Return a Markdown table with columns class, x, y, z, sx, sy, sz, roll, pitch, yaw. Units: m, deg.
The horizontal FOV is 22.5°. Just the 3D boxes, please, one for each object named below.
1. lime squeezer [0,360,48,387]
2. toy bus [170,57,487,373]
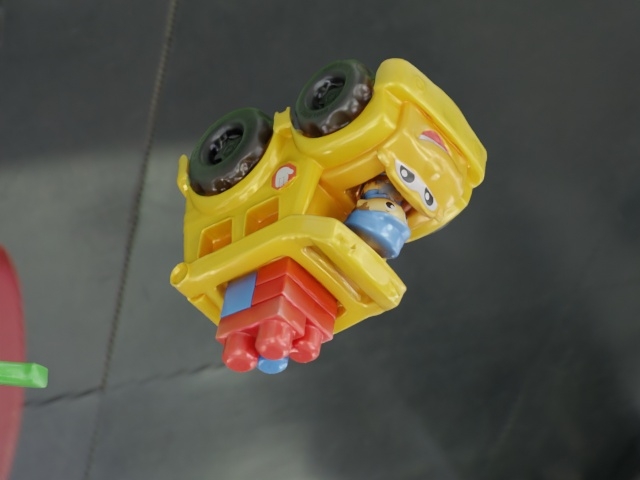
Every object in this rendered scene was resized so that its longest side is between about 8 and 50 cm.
| class | x | y | z | sx | sy | sz | roll | pitch | yaw |
| --- | --- | --- | --- | --- | --- | --- | --- | --- | --- |
| lime squeezer | -0.339 | 0.074 | 1.035 | 0.310 | 0.058 | 0.110 | -4 | 177 | 20 |
| toy bus | 0.000 | 0.000 | 1.168 | 0.220 | 0.211 | 0.149 | -25 | 127 | 29 |
